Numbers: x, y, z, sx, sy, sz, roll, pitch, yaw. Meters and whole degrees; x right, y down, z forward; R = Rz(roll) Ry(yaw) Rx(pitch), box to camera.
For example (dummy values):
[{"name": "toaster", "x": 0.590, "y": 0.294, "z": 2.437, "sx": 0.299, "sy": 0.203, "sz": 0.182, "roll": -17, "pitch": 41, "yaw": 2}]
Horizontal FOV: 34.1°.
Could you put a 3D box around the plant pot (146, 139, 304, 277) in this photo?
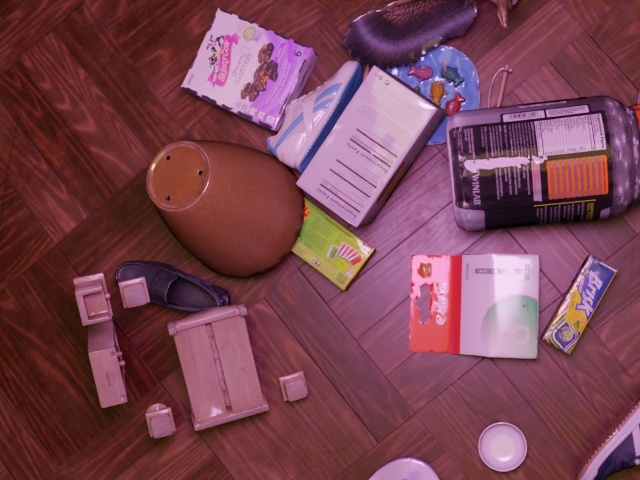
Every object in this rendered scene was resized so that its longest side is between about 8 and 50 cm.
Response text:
[{"name": "plant pot", "x": -0.185, "y": -0.075, "z": 1.781, "sx": 0.237, "sy": 0.254, "sz": 0.237, "roll": -5, "pitch": 75, "yaw": 21}]

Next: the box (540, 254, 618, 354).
[{"name": "box", "x": 0.443, "y": 0.109, "z": 1.791, "sx": 0.054, "sy": 0.059, "sz": 0.169, "roll": 29, "pitch": 91, "yaw": 8}]

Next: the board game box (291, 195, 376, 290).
[{"name": "board game box", "x": 0.000, "y": 0.000, "z": 1.877, "sx": 0.181, "sy": 0.043, "sz": 0.092, "roll": 37, "pitch": 92, "yaw": 10}]

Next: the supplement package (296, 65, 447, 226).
[{"name": "supplement package", "x": 0.091, "y": -0.161, "z": 1.812, "sx": 0.134, "sy": 0.139, "sz": 0.244, "roll": 36, "pitch": 103, "yaw": 10}]

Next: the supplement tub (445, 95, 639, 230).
[{"name": "supplement tub", "x": 0.385, "y": -0.130, "z": 1.744, "sx": 0.338, "sy": 0.207, "sz": 0.207, "roll": -5, "pitch": 85, "yaw": 8}]

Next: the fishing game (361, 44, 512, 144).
[{"name": "fishing game", "x": 0.195, "y": -0.263, "z": 1.869, "sx": 0.264, "sy": 0.041, "sz": 0.189, "roll": 16, "pitch": 88, "yaw": 12}]

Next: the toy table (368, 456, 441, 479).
[{"name": "toy table", "x": 0.118, "y": 0.512, "z": 1.763, "sx": 0.252, "sy": 0.161, "sz": 0.274, "roll": 6, "pitch": 88, "yaw": 9}]

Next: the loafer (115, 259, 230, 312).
[{"name": "loafer", "x": -0.272, "y": 0.084, "z": 1.896, "sx": 0.223, "sy": 0.078, "sz": 0.076, "roll": 17, "pitch": 88, "yaw": 10}]

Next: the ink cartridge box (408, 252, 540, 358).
[{"name": "ink cartridge box", "x": 0.267, "y": 0.112, "z": 1.824, "sx": 0.224, "sy": 0.056, "sz": 0.181, "roll": 1, "pitch": 86, "yaw": 7}]

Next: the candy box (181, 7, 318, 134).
[{"name": "candy box", "x": -0.129, "y": -0.307, "z": 1.907, "sx": 0.196, "sy": 0.070, "sz": 0.165, "roll": 25, "pitch": 90, "yaw": 9}]

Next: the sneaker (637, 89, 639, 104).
[{"name": "sneaker", "x": 0.612, "y": -0.158, "z": 1.736, "sx": 0.102, "sy": 0.161, "sz": 0.282, "roll": -19, "pitch": 82, "yaw": 9}]

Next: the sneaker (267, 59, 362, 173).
[{"name": "sneaker", "x": -0.006, "y": -0.233, "z": 1.856, "sx": 0.092, "sy": 0.087, "sz": 0.229, "roll": 30, "pitch": 78, "yaw": 21}]

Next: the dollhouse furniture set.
[{"name": "dollhouse furniture set", "x": -0.232, "y": 0.162, "z": 1.862, "sx": 0.355, "sy": 0.174, "sz": 0.303, "roll": -13, "pitch": 106, "yaw": -10}]

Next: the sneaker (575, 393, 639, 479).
[{"name": "sneaker", "x": 0.566, "y": 0.338, "z": 1.735, "sx": 0.153, "sy": 0.099, "sz": 0.282, "roll": 43, "pitch": 90, "yaw": 11}]

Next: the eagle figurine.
[{"name": "eagle figurine", "x": 0.188, "y": -0.448, "z": 1.807, "sx": 0.298, "sy": 0.226, "sz": 0.225, "roll": -11, "pitch": 126, "yaw": 36}]

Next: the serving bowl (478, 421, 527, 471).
[{"name": "serving bowl", "x": 0.315, "y": 0.356, "z": 1.809, "sx": 0.083, "sy": 0.027, "sz": 0.083, "roll": -1, "pitch": 86, "yaw": 9}]
